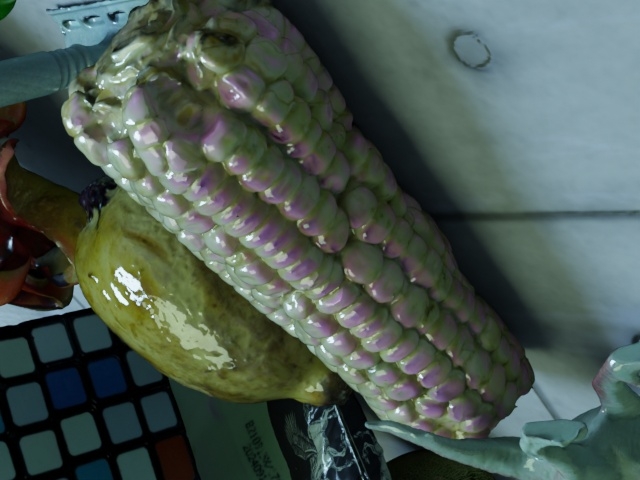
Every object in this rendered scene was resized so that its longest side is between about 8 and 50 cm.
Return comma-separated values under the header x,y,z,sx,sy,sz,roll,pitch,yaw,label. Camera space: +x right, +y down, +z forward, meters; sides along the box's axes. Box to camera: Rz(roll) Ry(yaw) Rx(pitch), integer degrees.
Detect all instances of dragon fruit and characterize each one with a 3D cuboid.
x,y,z,sx,sy,sz,roll,pitch,yaw,label
-0.306,-0.031,0.815,0.307,0.243,0.227,27,113,22,dragon fruit

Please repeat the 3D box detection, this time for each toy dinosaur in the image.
x,y,z,sx,sy,sz,roll,pitch,yaw,label
0.148,0.124,0.677,0.242,0.053,0.167,-6,141,-1,toy dinosaur

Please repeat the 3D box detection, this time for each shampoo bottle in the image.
x,y,z,sx,sy,sz,roll,pitch,yaw,label
-0.185,0.176,1.088,0.350,0.151,0.221,5,127,44,shampoo bottle

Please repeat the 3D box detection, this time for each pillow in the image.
x,y,z,sx,sy,sz,roll,pitch,yaw,label
0.009,0.170,0.889,0.141,0.055,0.208,117,134,-61,pillow

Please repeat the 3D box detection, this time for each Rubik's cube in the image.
x,y,z,sx,sy,sz,roll,pitch,yaw,label
-0.221,0.165,0.881,0.182,0.184,0.187,-27,78,45,Rubik's cube

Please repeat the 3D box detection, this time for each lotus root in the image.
x,y,z,sx,sy,sz,roll,pitch,yaw,label
-0.067,0.035,0.754,0.214,0.138,0.138,40,154,14,lotus root

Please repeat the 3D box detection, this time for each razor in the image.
x,y,z,sx,sy,sz,roll,pitch,yaw,label
-0.192,-0.081,0.631,0.106,0.232,0.068,2,108,44,razor

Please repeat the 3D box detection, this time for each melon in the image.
x,y,z,sx,sy,sz,roll,pitch,yaw,label
0.084,0.212,0.920,0.099,0.099,0.162,37,148,-4,melon

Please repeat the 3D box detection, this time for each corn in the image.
x,y,z,sx,sy,sz,roll,pitch,yaw,label
0.002,-0.002,0.661,0.127,0.126,0.335,0,141,47,corn

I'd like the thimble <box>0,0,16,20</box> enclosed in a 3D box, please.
x,y,z,sx,sy,sz,roll,pitch,yaw,label
-0.172,-0.163,0.588,0.090,0.118,0.130,41,170,-20,thimble
